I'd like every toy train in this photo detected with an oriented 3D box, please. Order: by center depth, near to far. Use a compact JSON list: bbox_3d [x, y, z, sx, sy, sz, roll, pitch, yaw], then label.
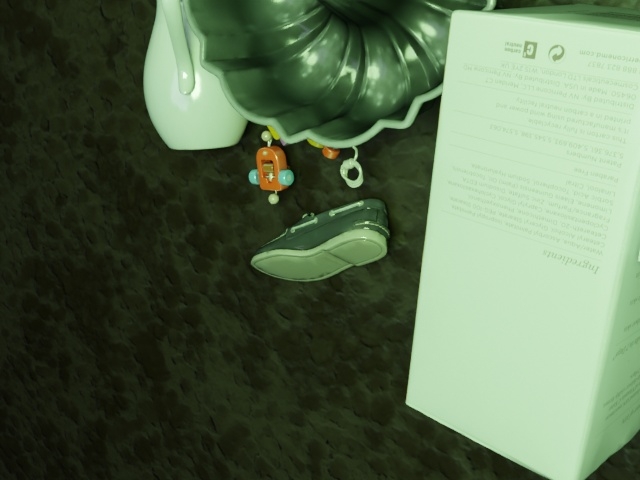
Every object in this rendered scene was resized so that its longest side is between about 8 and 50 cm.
[{"bbox_3d":[-0.013,-0.108,0.921,0.166,0.046,0.125,1,107,38],"label":"toy train"}]

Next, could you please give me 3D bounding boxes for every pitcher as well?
[{"bbox_3d":[-0.146,-0.206,0.900,0.126,0.177,0.207,-2,104,6],"label":"pitcher"}]

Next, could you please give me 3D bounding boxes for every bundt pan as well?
[{"bbox_3d":[0.032,-0.256,0.774,0.331,0.124,0.330,6,101,29],"label":"bundt pan"}]

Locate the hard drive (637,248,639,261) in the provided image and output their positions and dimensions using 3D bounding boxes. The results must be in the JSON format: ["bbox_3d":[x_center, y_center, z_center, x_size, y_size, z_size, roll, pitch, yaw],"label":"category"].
[{"bbox_3d":[0.360,-0.046,0.430,0.319,0.040,0.210,17,114,30],"label":"hard drive"}]

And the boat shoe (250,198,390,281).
[{"bbox_3d":[0.000,0.000,0.950,0.206,0.075,0.064,-15,53,43],"label":"boat shoe"}]

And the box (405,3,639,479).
[{"bbox_3d":[0.216,-0.012,0.672,0.168,0.215,0.345,21,116,38],"label":"box"}]
